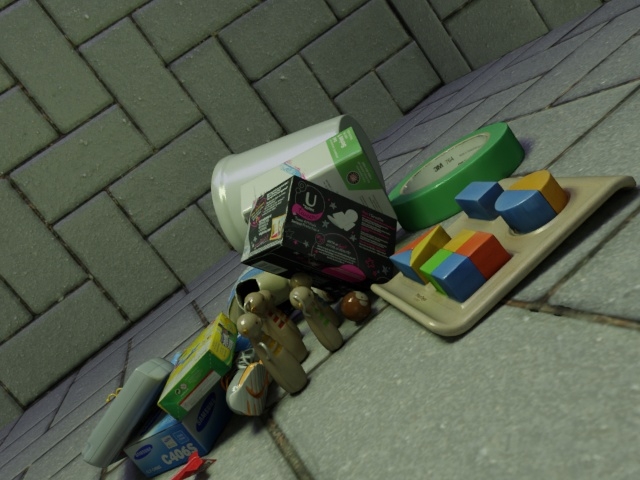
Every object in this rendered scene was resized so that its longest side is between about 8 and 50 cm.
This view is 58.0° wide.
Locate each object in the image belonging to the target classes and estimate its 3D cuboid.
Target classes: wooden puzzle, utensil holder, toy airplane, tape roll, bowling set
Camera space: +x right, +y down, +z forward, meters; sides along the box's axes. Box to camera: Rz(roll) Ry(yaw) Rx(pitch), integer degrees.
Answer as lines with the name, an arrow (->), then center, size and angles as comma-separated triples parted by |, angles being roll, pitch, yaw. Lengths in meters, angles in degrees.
wooden puzzle -> 0.246, -0.012, 0.898 | 0.348, 0.080, 0.322 | -37, 10, -5
utensil holder -> -0.051, -0.139, 1.599 | 0.385, 0.327, 0.327 | -17, 18, 25
toy airplane -> -0.224, 0.371, 0.866 | 0.151, 0.028, 0.151 | -33, 8, 5
tape roll -> 0.302, -0.147, 1.322 | 0.321, 0.077, 0.321 | -36, 10, 8
bowling set -> -0.028, 0.116, 1.023 | 0.200, 0.154, 0.287 | -37, 11, 0

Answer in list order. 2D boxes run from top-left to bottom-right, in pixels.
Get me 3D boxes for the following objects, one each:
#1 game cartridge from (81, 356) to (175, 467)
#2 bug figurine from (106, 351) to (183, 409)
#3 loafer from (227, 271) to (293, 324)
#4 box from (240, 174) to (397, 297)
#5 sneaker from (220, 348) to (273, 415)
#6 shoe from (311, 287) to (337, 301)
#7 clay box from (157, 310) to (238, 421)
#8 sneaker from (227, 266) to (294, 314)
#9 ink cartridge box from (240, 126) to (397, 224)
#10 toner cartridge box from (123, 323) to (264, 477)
game cartridge -> -0.343, 0.318, 1.101 | 0.196, 0.060, 0.294 | -62, -1, -15
bug figurine -> -0.433, 0.378, 1.421 | 0.279, 0.072, 0.216 | -36, 11, 1
loafer -> -0.152, 0.127, 1.284 | 0.092, 0.102, 0.268 | -5, -25, -37
box -> 0.000, 0.000, 1.097 | 0.163, 0.247, 0.142 | -22, 53, 53
sneaker -> -0.132, 0.237, 0.973 | 0.083, 0.084, 0.215 | -3, 4, 4
shoe -> 0.029, 0.063, 1.284 | 0.058, 0.076, 0.219 | -24, 18, 33
clay box -> -0.205, 0.208, 1.012 | 0.127, 0.053, 0.222 | -46, 9, 5
sneaker -> -0.113, 0.111, 1.395 | 0.330, 0.130, 0.147 | -30, 10, 30
ink cartridge box -> -0.006, -0.081, 1.239 | 0.278, 0.201, 0.117 | -26, 38, 9
toner cartridge box -> -0.212, 0.281, 1.115 | 0.165, 0.075, 0.348 | -32, 11, 28
